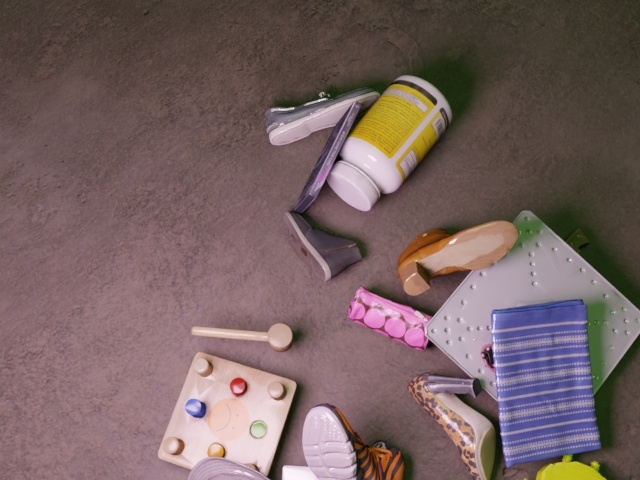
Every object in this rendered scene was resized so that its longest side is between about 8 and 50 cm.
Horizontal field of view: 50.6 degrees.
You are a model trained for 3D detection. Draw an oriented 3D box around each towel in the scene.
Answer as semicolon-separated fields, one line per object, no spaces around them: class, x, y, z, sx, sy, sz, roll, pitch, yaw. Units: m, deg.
towel;0.490;0.302;1.465;0.243;0.040;0.336;-4;86;-18

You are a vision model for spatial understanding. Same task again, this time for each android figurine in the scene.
android figurine;0.530;0.591;1.443;0.248;0.056;0.272;19;67;6

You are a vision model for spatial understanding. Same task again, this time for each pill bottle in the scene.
pill bottle;0.169;-0.243;1.720;0.188;0.188;0.334;36;75;15

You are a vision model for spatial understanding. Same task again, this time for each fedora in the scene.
fedora;-0.177;0.590;1.396;0.275;0.124;0.243;33;118;0

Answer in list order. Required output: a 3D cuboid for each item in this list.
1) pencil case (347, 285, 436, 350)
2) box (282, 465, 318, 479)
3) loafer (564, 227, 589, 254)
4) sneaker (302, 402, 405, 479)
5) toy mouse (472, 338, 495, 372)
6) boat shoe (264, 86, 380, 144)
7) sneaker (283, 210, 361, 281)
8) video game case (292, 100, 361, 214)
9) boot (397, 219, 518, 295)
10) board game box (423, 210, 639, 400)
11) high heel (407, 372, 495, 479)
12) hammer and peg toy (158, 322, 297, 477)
pencil case;0.169;0.180;1.608;0.209;0.098;0.095;20;61;11
box;-0.030;0.541;1.481;0.102;0.101;0.087;0;70;6
loafer;0.605;0.030;1.659;0.148;0.056;0.050;-44;67;-12
sneaker;0.076;0.455;1.445;0.125;0.321;0.180;-6;21;36
toy mouse;0.404;0.263;1.486;0.161;0.031;0.143;11;78;-9
boat shoe;0.000;-0.358;1.815;0.320;0.116;0.099;-21;73;1
sneaker;0.000;0.000;1.709;0.118;0.083;0.222;-24;61;-25
video game case;0.013;-0.202;1.713;0.026;0.196;0.274;29;72;-8
boot;0.305;0.008;1.581;0.295;0.211;0.104;-31;106;15
board game box;0.491;0.196;1.555;0.390;0.050;0.390;43;77;0
high heel;0.294;0.427;1.538;0.186;0.093;0.261;-6;96;44
hammer and peg toy;-0.197;0.356;1.550;0.266;0.127;0.361;14;71;11
